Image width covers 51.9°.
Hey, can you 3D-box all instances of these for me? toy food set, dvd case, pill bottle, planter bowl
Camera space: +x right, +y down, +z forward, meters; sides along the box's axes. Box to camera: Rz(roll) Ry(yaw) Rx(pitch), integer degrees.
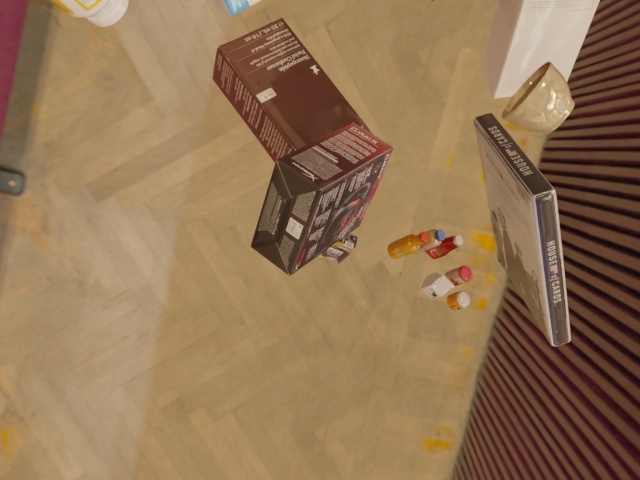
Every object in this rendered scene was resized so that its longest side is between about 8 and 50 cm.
[{"bbox_3d":[0.270,0.050,1.444,0.232,0.111,0.104,43,143,-15],"label":"toy food set"},{"bbox_3d":[0.243,-0.012,0.795,0.030,0.179,0.238,-19,128,3],"label":"dvd case"},{"bbox_3d":[-0.360,-0.389,0.946,0.103,0.184,0.103,-4,75,17],"label":"pill bottle"},{"bbox_3d":[0.516,-0.316,1.529,0.109,0.162,0.162,38,98,-4],"label":"planter bowl"}]

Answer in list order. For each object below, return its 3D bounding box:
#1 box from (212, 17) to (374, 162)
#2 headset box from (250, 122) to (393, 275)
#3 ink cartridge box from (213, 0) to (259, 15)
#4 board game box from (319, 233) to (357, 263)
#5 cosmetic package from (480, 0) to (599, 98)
[{"bbox_3d":[-0.068,-0.309,1.533,0.191,0.143,0.381,-33,82,-24],"label":"box"},{"bbox_3d":[0.013,-0.093,1.315,0.110,0.293,0.218,36,131,18],"label":"headset box"},{"bbox_3d":[-0.095,-0.443,1.085,0.180,0.104,0.060,-31,122,-6],"label":"ink cartridge box"},{"bbox_3d":[0.000,0.000,1.821,0.170,0.141,0.048,21,69,-10],"label":"board game box"},{"bbox_3d":[0.582,-0.574,1.758,0.217,0.385,0.156,-5,56,-6],"label":"cosmetic package"}]
